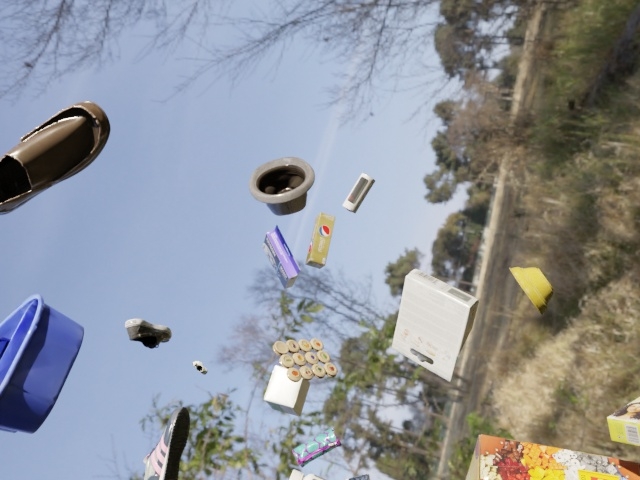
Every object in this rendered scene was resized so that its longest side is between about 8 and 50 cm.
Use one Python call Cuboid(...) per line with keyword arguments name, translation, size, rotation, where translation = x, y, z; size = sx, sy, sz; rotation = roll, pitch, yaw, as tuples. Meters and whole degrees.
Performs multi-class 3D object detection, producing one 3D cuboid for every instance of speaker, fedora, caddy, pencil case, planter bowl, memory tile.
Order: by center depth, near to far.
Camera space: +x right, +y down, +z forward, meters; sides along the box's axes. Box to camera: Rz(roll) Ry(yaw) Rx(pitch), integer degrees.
Cuboid(name="memory tile", translation=(-0.034, 0.279, 1.424), size=(0.148, 0.113, 0.012), rotation=(2, -47, -40))
Cuboid(name="caddy", translation=(-0.721, 0.294, 1.426), size=(0.179, 0.241, 0.341), rotation=(36, -126, -33))
Cuboid(name="pencil case", translation=(-0.011, 0.661, 1.924), size=(0.064, 0.152, 0.070), rotation=(65, 169, -7))
Cuboid(name="speaker", translation=(0.131, -0.161, 2.080), size=(0.136, 0.055, 0.055), rotation=(-58, -21, 2))
Cuboid(name="fedora", translation=(-0.131, -0.182, 2.206), size=(0.275, 0.244, 0.124), rotation=(-121, 13, -53))
Cuboid(name="planter bowl", translation=(0.811, 0.169, 2.273), size=(0.217, 0.090, 0.217), rotation=(48, -164, -19))

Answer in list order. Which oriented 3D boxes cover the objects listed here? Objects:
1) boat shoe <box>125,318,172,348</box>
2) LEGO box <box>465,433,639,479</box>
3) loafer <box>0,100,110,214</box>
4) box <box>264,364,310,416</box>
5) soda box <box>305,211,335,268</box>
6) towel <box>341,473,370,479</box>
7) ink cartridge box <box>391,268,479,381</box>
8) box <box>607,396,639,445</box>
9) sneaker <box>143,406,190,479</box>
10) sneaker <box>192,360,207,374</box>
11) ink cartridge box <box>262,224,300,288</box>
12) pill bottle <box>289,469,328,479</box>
Cuboid(name="boat shoe", translation=(-0.548, 0.311, 1.945), size=(0.228, 0.080, 0.076), rotation=(58, -163, -66))
Cuboid(name="LEGO box", translation=(0.546, 0.735, 1.525), size=(0.193, 0.373, 0.500), rotation=(-71, -15, -48))
Cuboid(name="loafer", translation=(-0.630, -0.173, 1.360), size=(0.366, 0.134, 0.130), rotation=(-40, 15, 1))
Cuboid(name="box", translation=(-0.088, 0.406, 1.628), size=(0.101, 0.087, 0.102), rotation=(72, -149, -59))
Cuboid(name="soda box", translation=(0.000, 0.000, 2.060), size=(0.061, 0.058, 0.181), rotation=(138, 147, -66))
Cuboid(name="towel", translation=(0.076, 0.900, 1.882), size=(0.283, 0.235, 0.121), rotation=(-107, 2, -51))
Cuboid(name="ink cartridge box", translation=(0.286, 0.213, 1.534), size=(0.066, 0.189, 0.232), rotation=(-28, -47, -41))
Cuboid(name="box", translation=(0.756, 0.393, 1.369), size=(0.232, 0.087, 0.058), rotation=(-13, -88, -34))
Cuboid(name="sneaker", translation=(-0.552, 0.733, 2.101), size=(0.112, 0.131, 0.319), rotation=(48, -131, -57))
Cuboid(name="sneaker", translation=(-0.472, 0.488, 2.343), size=(0.032, 0.083, 0.037), rotation=(-55, -38, -12))
Cuboid(name="ink cartridge box", translation=(-0.155, 0.068, 2.354), size=(0.045, 0.206, 0.208), rotation=(-23, -15, -20))
Cuboid(name="pill bottle", translation=(-0.003, 0.505, 1.178), size=(0.078, 0.137, 0.078), rotation=(21, -90, -83))
